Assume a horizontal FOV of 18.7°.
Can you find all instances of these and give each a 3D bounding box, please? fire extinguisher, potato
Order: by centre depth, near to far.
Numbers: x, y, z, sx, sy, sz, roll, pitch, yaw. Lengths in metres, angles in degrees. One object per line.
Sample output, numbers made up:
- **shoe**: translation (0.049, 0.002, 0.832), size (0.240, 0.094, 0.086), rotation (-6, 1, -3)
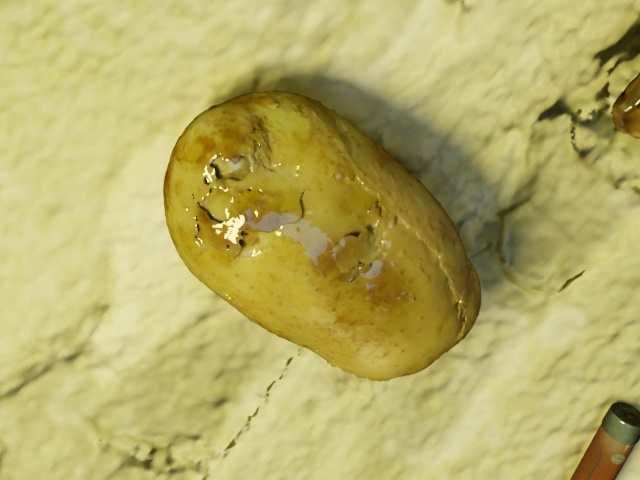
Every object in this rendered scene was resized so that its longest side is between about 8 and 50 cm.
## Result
- **potato**: translation (0.000, 0.000, 0.906), size (0.107, 0.080, 0.170), rotation (-32, 122, 25)
- **fire extinguisher**: translation (0.149, 0.125, 1.035), size (0.028, 0.022, 0.083), rotation (-3, 127, -43)

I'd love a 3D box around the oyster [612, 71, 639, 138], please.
- **oyster**: translation (0.292, -0.111, 0.850), size (0.337, 0.133, 0.198), rotation (-42, 121, 14)
